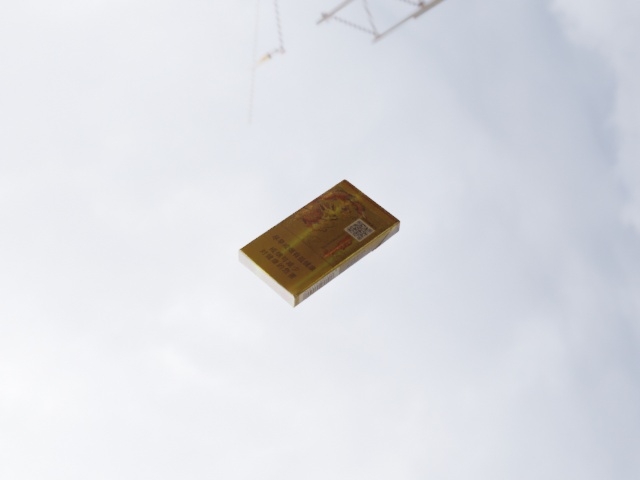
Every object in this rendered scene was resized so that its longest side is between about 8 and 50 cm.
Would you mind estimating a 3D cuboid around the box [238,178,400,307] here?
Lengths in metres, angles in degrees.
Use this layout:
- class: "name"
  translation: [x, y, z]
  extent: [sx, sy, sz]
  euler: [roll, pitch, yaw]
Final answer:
- class: "box"
  translation: [0.000, 0.000, 1.010]
  extent: [0.089, 0.022, 0.156]
  euler: [38, -123, 25]
